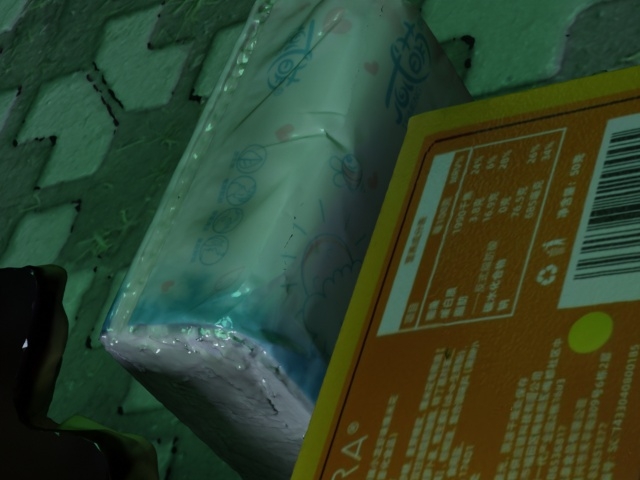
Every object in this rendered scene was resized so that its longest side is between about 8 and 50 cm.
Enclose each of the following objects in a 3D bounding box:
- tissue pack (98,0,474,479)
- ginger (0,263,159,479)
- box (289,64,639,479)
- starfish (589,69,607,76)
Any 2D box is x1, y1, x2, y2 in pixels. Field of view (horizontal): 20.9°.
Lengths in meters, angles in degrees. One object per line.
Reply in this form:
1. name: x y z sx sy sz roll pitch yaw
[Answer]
1. tissue pack: 0.001 0.001 1.060 0.124 0.201 0.271 1 55 32
2. ginger: -0.185 0.183 1.047 0.358 0.211 0.413 -40 72 25
3. box: 0.142 0.112 0.765 0.214 0.259 0.283 -8 49 38
4. starfish: 0.251 -0.066 0.965 0.293 0.084 0.301 -21 28 37
